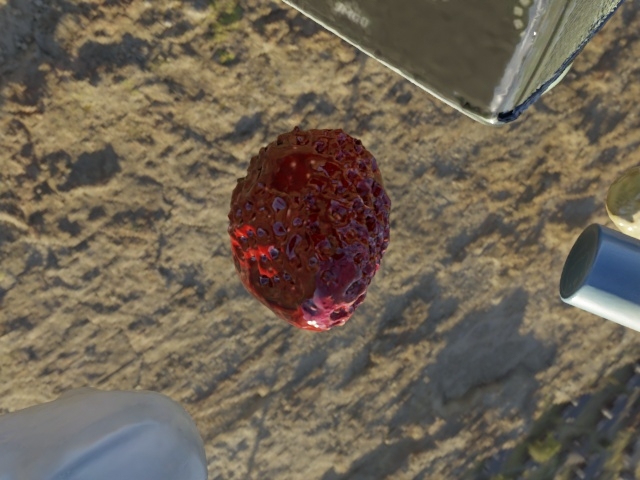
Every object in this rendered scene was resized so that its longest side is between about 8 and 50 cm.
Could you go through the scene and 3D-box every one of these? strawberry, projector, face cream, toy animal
[{"bbox_3d":[0.000,0.000,1.318,0.295,0.345,0.317,26,112,-34],"label":"strawberry"},{"bbox_3d":[0.155,-0.376,0.831,0.405,0.395,0.242,-46,162,-29],"label":"projector"},{"bbox_3d":[0.339,0.063,0.696,0.077,0.250,0.077,21,90,-89],"label":"face cream"},{"bbox_3d":[-0.251,0.241,0.722,0.249,0.174,0.289,30,98,-24],"label":"toy animal"}]

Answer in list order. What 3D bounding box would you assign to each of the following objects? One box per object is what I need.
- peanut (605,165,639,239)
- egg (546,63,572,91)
[{"bbox_3d":[0.451,-0.026,0.910,0.123,0.257,0.123,16,90,-85],"label":"peanut"},{"bbox_3d":[0.336,-0.321,1.355,0.168,0.168,0.231,-27,171,-24],"label":"egg"}]
